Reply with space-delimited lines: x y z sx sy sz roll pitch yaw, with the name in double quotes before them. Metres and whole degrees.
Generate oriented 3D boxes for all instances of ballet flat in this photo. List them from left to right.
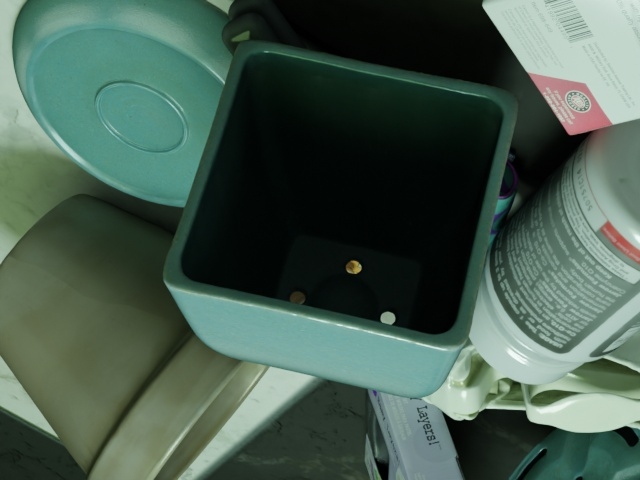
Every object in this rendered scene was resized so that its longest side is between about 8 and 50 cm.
"ballet flat" 0.205 0.135 1.522 0.400 0.139 0.139 3 139 21

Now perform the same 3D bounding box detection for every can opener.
"can opener" 0.012 -0.123 1.376 0.093 0.074 0.280 -26 123 26

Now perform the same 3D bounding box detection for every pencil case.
"pencil case" 0.146 -0.027 1.424 0.070 0.064 0.152 54 151 24

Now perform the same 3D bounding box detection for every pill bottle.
"pill bottle" 0.252 0.014 1.339 0.161 0.161 0.283 28 143 -7

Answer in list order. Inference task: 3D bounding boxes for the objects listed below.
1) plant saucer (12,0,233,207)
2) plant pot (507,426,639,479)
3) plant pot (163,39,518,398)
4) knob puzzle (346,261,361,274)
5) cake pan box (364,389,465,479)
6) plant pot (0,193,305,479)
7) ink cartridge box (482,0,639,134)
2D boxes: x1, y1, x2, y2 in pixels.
"plant saucer" -0.176 -0.136 1.475 0.317 0.044 0.318 14 143 11
"plant pot" 0.376 0.373 1.567 0.334 0.341 0.341 39 140 -20
"plant pot" 0.022 0.012 1.284 0.247 0.247 0.252 12 153 7
"knob puzzle" 0.000 0.000 1.536 0.213 0.030 0.213 8 143 6
"cake pan box" 0.114 0.290 1.689 0.070 0.267 0.246 -10 143 -10
"plant pot" -0.215 0.105 1.612 0.280 0.323 0.323 39 143 7
"ink cartridge box" 0.266 -0.187 1.143 0.217 0.092 0.158 -11 132 39
